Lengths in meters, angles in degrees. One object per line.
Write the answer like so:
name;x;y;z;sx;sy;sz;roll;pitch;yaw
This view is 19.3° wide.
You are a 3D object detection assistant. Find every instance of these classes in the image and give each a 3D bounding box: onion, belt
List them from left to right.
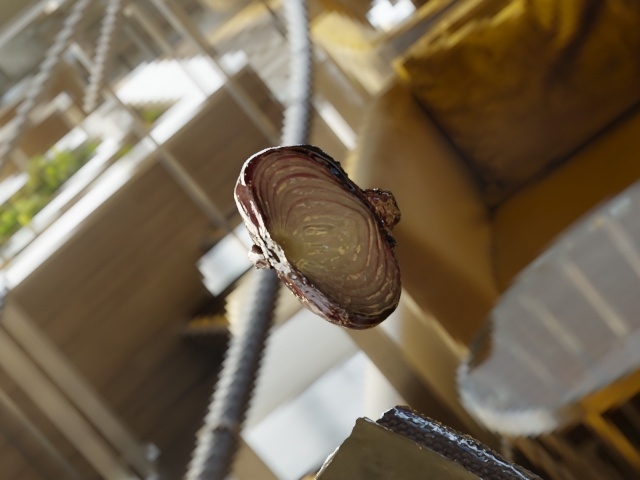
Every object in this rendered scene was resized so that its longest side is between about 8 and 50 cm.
onion;0.000;0.000;1.881;0.151;0.206;0.098;-28;-7;-32
belt;0.033;0.206;1.003;0.230;0.126;0.139;-54;-21;-22
